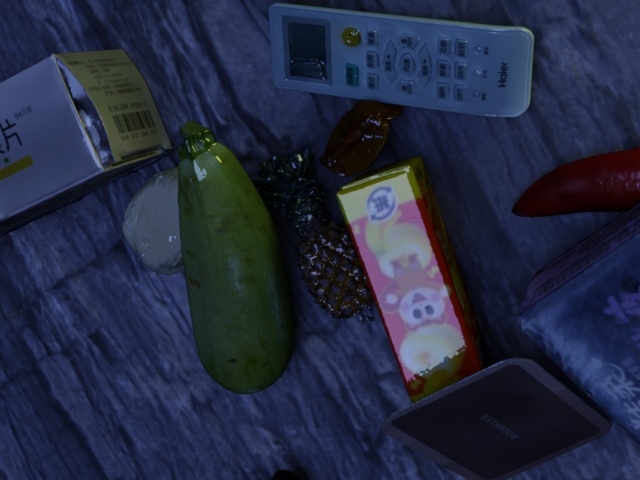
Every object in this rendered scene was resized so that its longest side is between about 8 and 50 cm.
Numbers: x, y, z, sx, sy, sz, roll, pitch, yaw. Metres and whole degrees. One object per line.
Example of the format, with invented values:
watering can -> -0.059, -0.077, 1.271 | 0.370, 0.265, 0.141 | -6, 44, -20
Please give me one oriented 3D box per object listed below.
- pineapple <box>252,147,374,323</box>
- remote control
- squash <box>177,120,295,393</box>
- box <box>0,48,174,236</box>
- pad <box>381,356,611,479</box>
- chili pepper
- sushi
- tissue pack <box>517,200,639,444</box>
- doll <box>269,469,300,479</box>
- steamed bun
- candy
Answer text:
pineapple -> -0.001, 0.000, 1.325 | 0.083, 0.103, 0.221 | -29, 92, 21
remote control -> 0.086, -0.202, 1.281 | 0.293, 0.051, 0.103 | 9, 124, 16
squash -> -0.094, 0.027, 1.293 | 0.118, 0.118, 0.370 | 8, 131, 16
box -> -0.359, -0.097, 1.379 | 0.333, 0.173, 0.145 | -23, 94, 20
pad -> 0.192, 0.199, 1.248 | 0.176, 0.266, 0.002 | -29, 52, 20
chili pepper -> 0.391, -0.031, 1.215 | 0.369, 0.092, 0.137 | 21, 126, 19
sushi -> 0.040, -0.114, 1.311 | 0.052, 0.055, 0.120 | 30, 128, -8
tissue pack -> 0.400, 0.058, 1.135 | 0.259, 0.122, 0.361 | 45, 131, -4
doll -> -0.085, 0.398, 1.426 | 0.182, 0.117, 0.257 | 40, 107, 1
steamed bun -> -0.164, -0.028, 1.375 | 0.112, 0.091, 0.130 | 52, 121, 15
candy -> 0.109, 0.052, 1.275 | 0.088, 0.146, 0.276 | -18, 93, 11
